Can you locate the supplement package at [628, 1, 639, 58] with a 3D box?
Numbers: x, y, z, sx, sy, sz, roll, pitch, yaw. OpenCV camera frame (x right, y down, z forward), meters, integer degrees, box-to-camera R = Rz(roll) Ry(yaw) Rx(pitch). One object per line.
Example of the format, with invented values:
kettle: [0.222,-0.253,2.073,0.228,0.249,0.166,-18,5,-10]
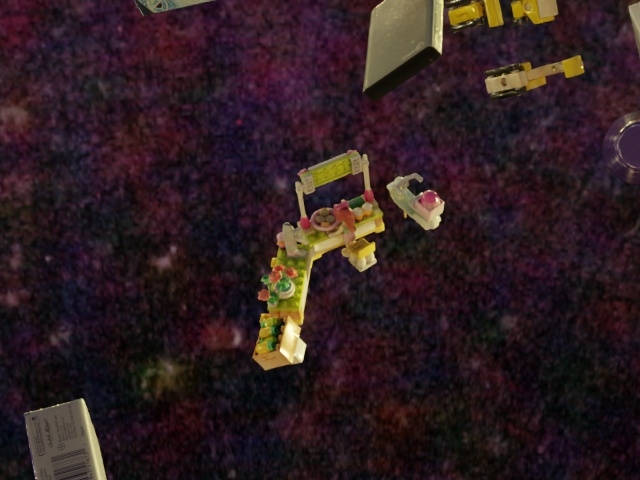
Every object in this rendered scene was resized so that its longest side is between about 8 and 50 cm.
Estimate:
supplement package: [0.565,-0.205,1.390,0.198,0.263,0.199,-19,54,15]

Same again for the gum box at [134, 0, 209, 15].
gum box: [-0.131,-0.306,0.982,0.184,0.157,0.041,-4,47,29]

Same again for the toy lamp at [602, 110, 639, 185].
toy lamp: [0.349,-0.098,1.108,0.080,0.080,0.274,13,6,15]

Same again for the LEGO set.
LEGO set: [0.000,0.000,1.092,0.132,0.107,0.287,31,58,31]

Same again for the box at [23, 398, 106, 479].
box: [-0.291,0.273,1.187,0.072,0.137,0.126,-14,60,-12]

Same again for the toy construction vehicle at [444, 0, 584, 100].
toy construction vehicle: [0.148,-0.154,0.767,0.035,0.086,0.098,-22,9,-38]

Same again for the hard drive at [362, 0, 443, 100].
hard drive: [0.088,-0.216,1.057,0.094,0.022,0.135,-31,38,36]
